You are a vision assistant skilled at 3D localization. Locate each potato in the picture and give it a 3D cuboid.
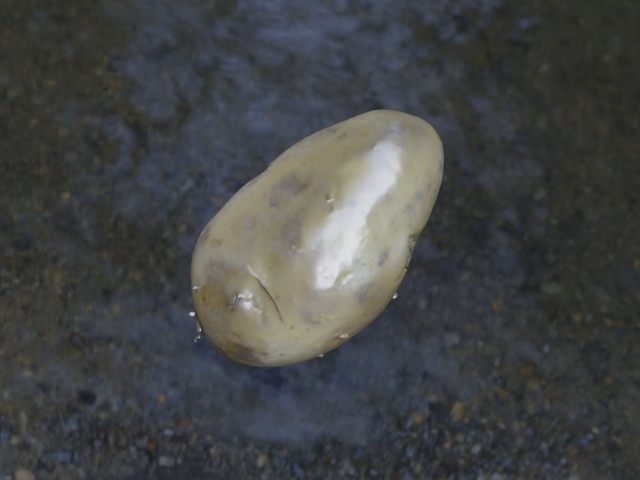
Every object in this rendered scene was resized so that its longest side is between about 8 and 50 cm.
[{"bbox_3d":[-0.004,-0.003,0.971,0.161,0.128,0.235,20,76,25],"label":"potato"}]
